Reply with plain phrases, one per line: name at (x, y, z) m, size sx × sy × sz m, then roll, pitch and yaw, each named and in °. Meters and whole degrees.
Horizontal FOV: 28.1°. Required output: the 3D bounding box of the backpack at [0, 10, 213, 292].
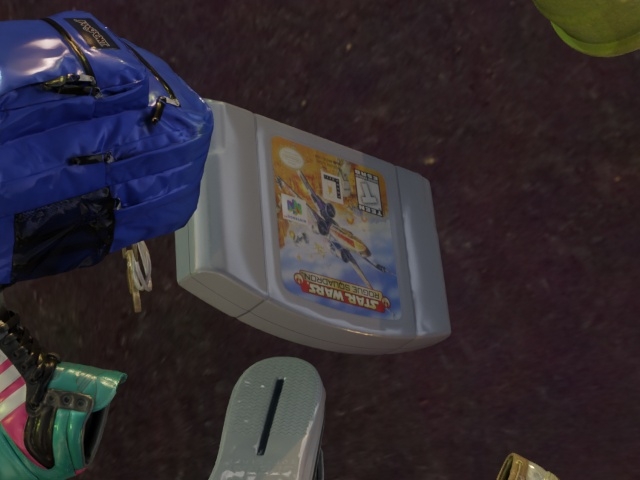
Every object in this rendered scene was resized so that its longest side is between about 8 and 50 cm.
backpack at (-0.105, -0.044, 0.547) m, size 0.120 × 0.101 × 0.098 m, roll -13°, pitch 49°, yaw -37°

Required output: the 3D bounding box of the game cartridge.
game cartridge at (0.000, 0.000, 1.164) m, size 0.297 × 0.062 × 0.198 m, roll 16°, pitch 52°, yaw -38°

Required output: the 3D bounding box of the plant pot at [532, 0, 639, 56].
plant pot at (0.226, -0.352, 1.245) m, size 0.254 × 0.276 × 0.276 m, roll 18°, pitch 74°, yaw -30°

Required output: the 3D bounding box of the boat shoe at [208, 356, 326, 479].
boat shoe at (-0.051, 0.253, 1.073) m, size 0.121 × 0.119 × 0.335 m, roll 3°, pitch 43°, yaw 21°

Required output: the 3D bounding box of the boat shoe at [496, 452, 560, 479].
boat shoe at (0.116, 0.197, 0.874) m, size 0.045 × 0.050 × 0.135 m, roll 39°, pitch 41°, yaw 9°

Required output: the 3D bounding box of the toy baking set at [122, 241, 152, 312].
toy baking set at (-0.245, -0.014, 1.685) m, size 0.030 × 0.256 × 0.197 m, roll -9°, pitch 75°, yaw -12°

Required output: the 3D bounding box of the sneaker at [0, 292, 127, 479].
sneaker at (-0.309, 0.141, 1.418) m, size 0.178 × 0.124 × 0.295 m, roll -5°, pitch 106°, yaw 7°
